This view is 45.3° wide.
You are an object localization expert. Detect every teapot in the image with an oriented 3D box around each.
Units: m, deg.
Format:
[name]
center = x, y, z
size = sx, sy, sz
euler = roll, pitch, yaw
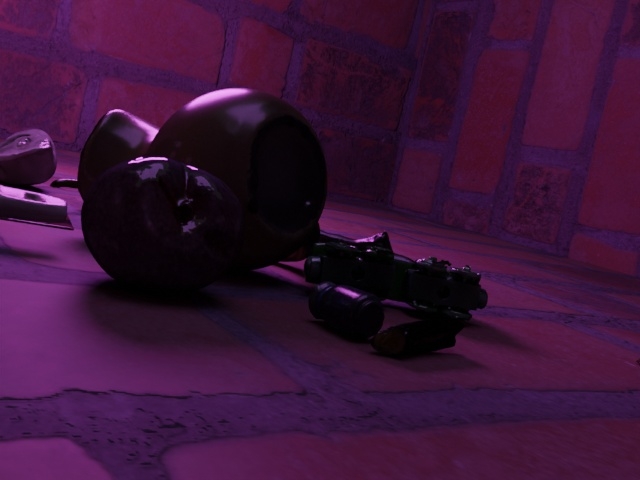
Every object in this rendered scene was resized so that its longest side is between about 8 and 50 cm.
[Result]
[teapot]
center = 0.034, 0.073, 0.813
size = 0.063, 0.049, 0.083
euler = 7, 8, -38

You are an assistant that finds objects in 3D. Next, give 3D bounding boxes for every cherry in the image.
[cherry]
center = -0.173, -0.014, 0.812
size = 0.176, 0.140, 0.176
euler = 3, -17, 1

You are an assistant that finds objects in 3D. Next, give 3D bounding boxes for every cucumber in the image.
[cucumber]
center = 0.101, 0.098, 0.787
size = 0.034, 0.033, 0.135
euler = 24, 14, 35

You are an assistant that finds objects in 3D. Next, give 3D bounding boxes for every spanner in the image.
[spanner]
center = 0.000, 0.000, 1.199
size = 0.325, 0.093, 0.026
euler = 16, 37, 13

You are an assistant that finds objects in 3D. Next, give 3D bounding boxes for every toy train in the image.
[toy train]
center = 0.096, 0.051, 1.020
size = 0.251, 0.085, 0.119
euler = 13, 0, -11

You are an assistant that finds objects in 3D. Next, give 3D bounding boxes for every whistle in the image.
[whistle]
center = -0.420, -0.054, 0.874
size = 0.253, 0.106, 0.102
euler = 10, 47, -21

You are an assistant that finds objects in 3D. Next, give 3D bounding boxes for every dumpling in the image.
[dumpling]
center = -0.573, -0.144, 1.459
size = 0.108, 0.152, 0.219
euler = 54, -25, -15

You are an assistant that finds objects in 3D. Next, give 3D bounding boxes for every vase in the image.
[vase]
center = -0.133, -0.058, 1.086
size = 0.302, 0.241, 0.329
euler = 0, -30, 37

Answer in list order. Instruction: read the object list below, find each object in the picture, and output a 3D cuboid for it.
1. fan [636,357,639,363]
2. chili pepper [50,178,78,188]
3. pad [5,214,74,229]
[fan]
center = 0.529, 0.182, 0.983
size = 0.226, 0.008, 0.152
euler = 8, 7, -27
[chili pepper]
center = -0.382, -0.091, 1.430
size = 0.137, 0.092, 0.368
euler = -7, 0, -3
[pad]
center = -0.463, -0.049, 1.165
size = 0.158, 0.003, 0.235
euler = 10, 6, -23
